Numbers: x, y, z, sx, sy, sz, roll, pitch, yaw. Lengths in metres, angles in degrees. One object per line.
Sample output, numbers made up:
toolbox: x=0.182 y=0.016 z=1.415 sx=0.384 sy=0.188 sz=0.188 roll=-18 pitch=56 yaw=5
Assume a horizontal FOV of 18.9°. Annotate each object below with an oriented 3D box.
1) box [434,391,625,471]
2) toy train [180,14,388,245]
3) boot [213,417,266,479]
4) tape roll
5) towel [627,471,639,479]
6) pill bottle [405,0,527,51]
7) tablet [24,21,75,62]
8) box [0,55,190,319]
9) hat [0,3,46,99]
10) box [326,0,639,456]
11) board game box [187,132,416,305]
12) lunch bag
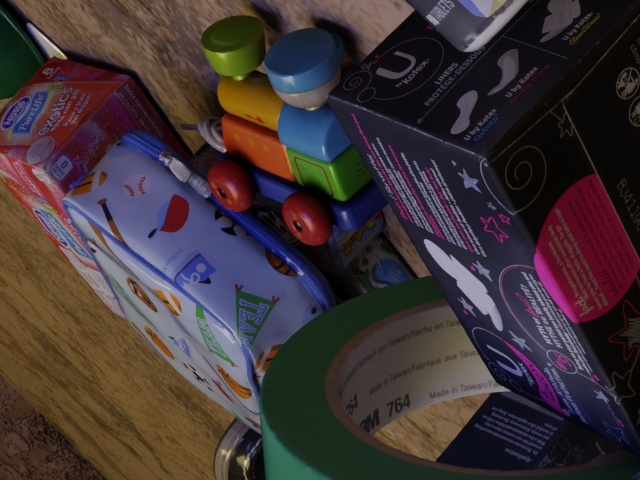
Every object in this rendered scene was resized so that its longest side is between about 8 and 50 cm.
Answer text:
box: x=0.174 y=0.215 z=1.567 sx=0.093 sy=0.158 sz=0.156 roll=22 pitch=153 yaw=47
toy train: x=-0.054 y=-0.105 z=1.418 sx=0.248 sy=0.105 sz=0.143 roll=24 pitch=144 yaw=44
boot: x=0.053 y=0.321 z=2.088 sx=0.284 sy=0.138 sz=0.377 roll=32 pitch=163 yaw=31
tape roll: x=0.124 y=0.116 z=1.191 sx=0.321 sy=0.321 sz=0.077 roll=22 pitch=125 yaw=46
towel: x=0.256 y=0.208 z=1.068 sx=0.271 sy=0.370 sz=0.040 roll=52 pitch=179 yaw=-26
pill bottle: x=0.027 y=-0.218 z=0.931 sx=0.245 sy=0.130 sz=0.130 roll=43 pitch=162 yaw=-1
tablet: x=-0.246 y=-0.169 z=1.803 sx=0.083 sy=0.006 sz=0.054 roll=41 pitch=162 yaw=1
box: x=-0.186 y=-0.036 z=1.784 sx=0.128 sy=0.122 sz=0.257 roll=19 pitch=152 yaw=47
hat: x=-0.375 y=-0.146 z=1.820 sx=0.173 sy=0.183 sz=0.208 roll=37 pitch=162 yaw=22
box: x=0.144 y=-0.030 z=1.063 sx=0.142 sy=0.163 sz=0.247 roll=26 pitch=156 yaw=48
board game box: x=0.000 y=0.000 z=1.594 sx=0.194 sy=0.060 sz=0.194 roll=51 pitch=161 yaw=-25
lunch bag: x=-0.095 y=0.037 z=1.599 sx=0.243 sy=0.115 sz=0.303 roll=39 pitch=164 yaw=20
